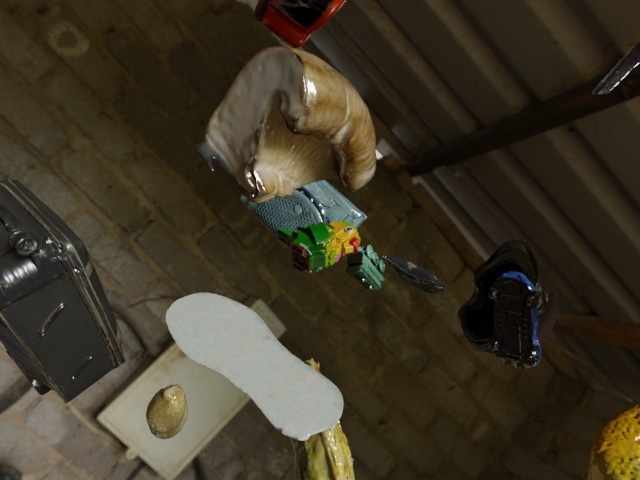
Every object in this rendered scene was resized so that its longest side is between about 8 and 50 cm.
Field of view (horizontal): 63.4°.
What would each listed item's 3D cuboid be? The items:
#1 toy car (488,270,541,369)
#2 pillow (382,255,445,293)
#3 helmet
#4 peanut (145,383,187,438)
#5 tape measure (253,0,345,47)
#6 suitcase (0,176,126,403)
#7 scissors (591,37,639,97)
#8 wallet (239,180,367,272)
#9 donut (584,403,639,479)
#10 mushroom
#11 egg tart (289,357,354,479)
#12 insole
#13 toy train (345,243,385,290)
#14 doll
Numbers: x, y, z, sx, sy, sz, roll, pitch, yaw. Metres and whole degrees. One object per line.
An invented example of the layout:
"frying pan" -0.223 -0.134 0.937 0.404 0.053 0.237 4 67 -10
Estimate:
"toy car" 0.424 0.170 1.117 0.103 0.063 0.216 7 -74 48
"pillow" 0.225 0.083 1.255 0.150 0.048 0.090 28 -21 35
"helmet" 0.508 0.165 1.332 0.177 0.305 0.225 24 12 -18
"peanut" -0.478 0.533 1.617 0.122 0.137 0.253 29 -35 6
"tape measure" -0.007 -0.493 0.914 0.114 0.253 0.260 26 -25 -26
"suitcase" -0.521 0.091 0.942 0.283 0.194 0.434 34 -37 27
"scissors" 0.435 -0.282 0.618 0.024 0.317 0.160 46 -2 -40
"wallet" -0.061 -0.095 1.566 0.342 0.237 0.075 43 14 7
"donut" 0.425 0.305 0.676 0.152 0.259 0.101 -2 -65 38
"mushroom" -0.004 -0.238 1.089 0.224 0.397 0.314 56 -51 25
"egg tart" -0.005 0.319 0.821 0.232 0.098 0.252 82 -7 -60
"insole" -0.059 0.089 0.409 0.197 0.065 0.004 27 -40 38
"toy train" 0.135 0.084 1.517 0.071 0.111 0.170 -8 -35 29
"doll" 0.003 0.005 1.258 0.134 0.186 0.106 -120 -157 -46
